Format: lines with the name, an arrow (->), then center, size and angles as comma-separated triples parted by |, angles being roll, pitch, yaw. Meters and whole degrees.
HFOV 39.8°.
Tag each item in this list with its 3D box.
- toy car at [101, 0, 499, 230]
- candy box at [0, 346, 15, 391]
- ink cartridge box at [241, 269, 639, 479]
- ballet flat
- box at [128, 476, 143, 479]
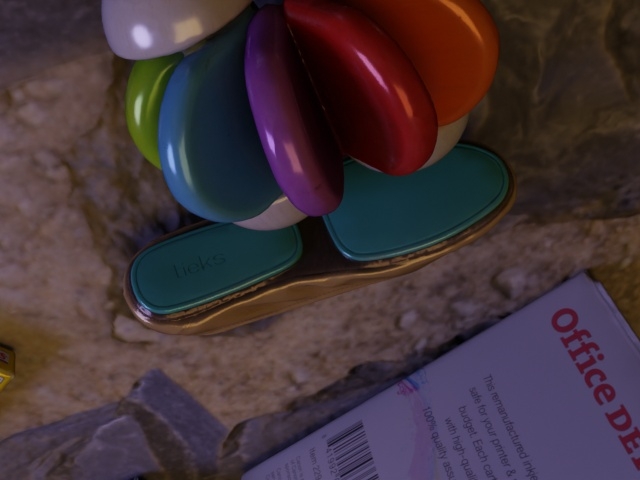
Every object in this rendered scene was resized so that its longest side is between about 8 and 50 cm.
toy car -> -0.005, -0.071, 0.411 | 0.182, 0.136, 0.159 | -23, 130, 4
candy box -> -0.294, 0.123, 0.562 | 0.105, 0.027, 0.206 | 29, 116, -34
ink cartridge box -> 0.115, 0.199, 0.596 | 0.306, 0.226, 0.131 | -31, 128, 12
ballet flat -> 0.000, 0.000, 0.523 | 0.232, 0.080, 0.073 | -16, 157, 2
box -> -0.165, 0.285, 0.681 | 0.158, 0.093, 0.156 | -26, 129, 9
